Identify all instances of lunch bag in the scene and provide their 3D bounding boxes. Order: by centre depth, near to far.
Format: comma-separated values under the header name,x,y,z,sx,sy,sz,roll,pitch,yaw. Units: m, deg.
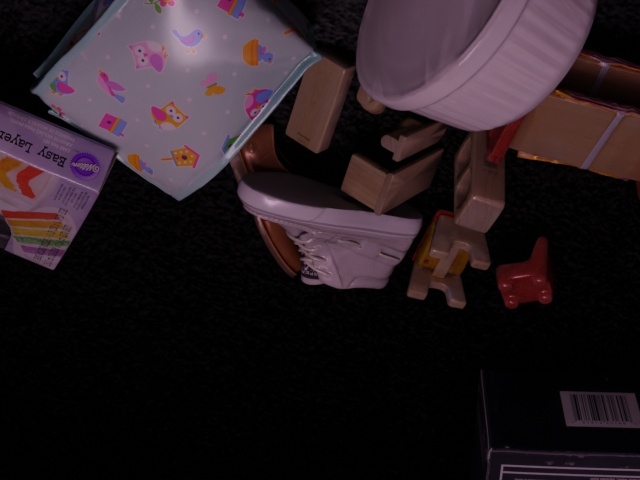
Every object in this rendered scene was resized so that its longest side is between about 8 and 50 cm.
name,x,y,z,sx,sy,sz,roll,pitch,yaw
lunch bag,-0.162,-0.194,1.421,0.223,0.160,0.262,37,110,-21

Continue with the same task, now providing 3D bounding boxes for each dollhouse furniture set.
name,x,y,z,sx,sy,sz,roll,pitch,yaw
dollhouse furniture set,0.258,-0.074,1.524,0.201,0.152,0.374,14,139,-9
dollhouse furniture set,0.062,-0.142,1.528,0.151,0.123,0.144,33,124,21

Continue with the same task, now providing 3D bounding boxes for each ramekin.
name,x,y,z,sx,sy,sz,roll,pitch,yaw
ramekin,0.168,-0.238,1.335,0.127,0.273,0.273,25,120,-28

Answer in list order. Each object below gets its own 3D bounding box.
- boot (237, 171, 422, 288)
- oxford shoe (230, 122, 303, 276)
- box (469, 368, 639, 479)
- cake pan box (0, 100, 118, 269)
name,x,y,z,sx,sy,sz,roll,pitch,yaw
boot,0.000,0.000,1.534,0.258,0.095,0.123,11,114,-33
oxford shoe,-0.050,-0.047,1.565,0.076,0.076,0.212,-20,121,0
box,0.353,0.340,1.740,0.296,0.182,0.294,2,121,1
cake pan box,-0.387,-0.076,1.487,0.246,0.070,0.267,25,151,-14
